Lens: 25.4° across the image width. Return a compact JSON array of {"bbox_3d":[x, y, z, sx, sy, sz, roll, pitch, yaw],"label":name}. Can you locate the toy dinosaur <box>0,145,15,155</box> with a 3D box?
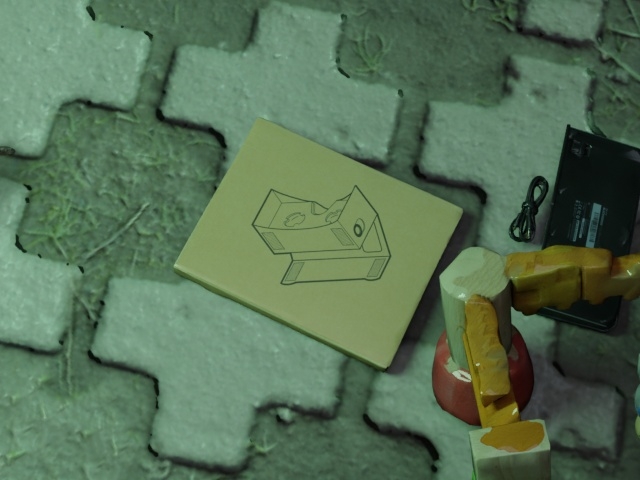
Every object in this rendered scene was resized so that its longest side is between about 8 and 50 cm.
[{"bbox_3d":[-0.405,-0.107,1.136,0.296,0.200,0.127,21,68,4],"label":"toy dinosaur"}]

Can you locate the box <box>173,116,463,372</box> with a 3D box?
[{"bbox_3d":[0.000,0.000,1.222,0.201,0.021,0.164,25,68,6],"label":"box"}]

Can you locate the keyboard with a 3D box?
[{"bbox_3d":[0.220,-0.015,1.246,0.108,0.023,0.180,17,67,-5],"label":"keyboard"}]

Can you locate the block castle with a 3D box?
[{"bbox_3d":[0.253,0.214,1.023,0.303,0.213,0.453,-9,50,2],"label":"block castle"}]
